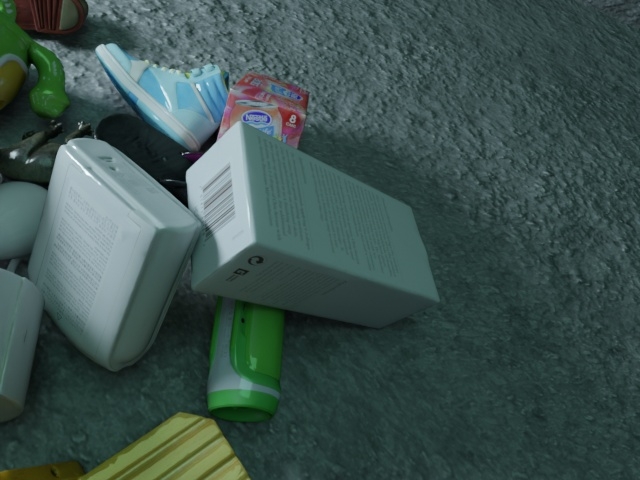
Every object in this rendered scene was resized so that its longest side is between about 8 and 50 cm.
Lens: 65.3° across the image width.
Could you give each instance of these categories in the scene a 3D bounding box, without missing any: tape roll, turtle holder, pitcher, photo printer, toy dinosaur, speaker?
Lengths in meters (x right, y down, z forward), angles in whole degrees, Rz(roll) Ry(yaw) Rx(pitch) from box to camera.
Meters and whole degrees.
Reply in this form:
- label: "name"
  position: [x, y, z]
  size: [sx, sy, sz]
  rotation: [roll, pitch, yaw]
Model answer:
- label: "tape roll"
  position: [-0.526, 0.147, 0.681]
  size: [0.246, 0.246, 0.169]
  rotation: [3, 57, -17]
- label: "turtle holder"
  position: [-0.685, -0.339, 0.973]
  size: [0.320, 0.244, 0.227]
  rotation: [29, 60, -50]
- label: "pitcher"
  position: [-0.531, 0.002, 0.839]
  size: [0.126, 0.177, 0.207]
  rotation: [4, 25, 4]
- label: "photo printer"
  position: [-0.339, 0.035, 0.786]
  size: [0.256, 0.307, 0.107]
  rotation: [37, 25, 21]
- label: "toy dinosaur"
  position: [-0.525, -0.154, 0.951]
  size: [0.314, 0.121, 0.160]
  rotation: [19, 41, -12]
- label: "speaker"
  position: [-0.124, 0.157, 0.885]
  size: [0.131, 0.131, 0.296]
  rotation: [10, 56, -13]

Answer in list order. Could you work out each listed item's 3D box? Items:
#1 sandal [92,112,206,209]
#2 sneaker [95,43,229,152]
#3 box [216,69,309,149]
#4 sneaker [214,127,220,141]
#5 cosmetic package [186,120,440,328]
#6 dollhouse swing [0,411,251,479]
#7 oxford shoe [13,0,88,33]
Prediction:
- label: "sandal"
  position: [-0.229, -0.115, 0.988]
  size: [0.446, 0.107, 0.167]
  rotation: [30, 44, -17]
- label: "sneaker"
  position: [-0.326, -0.352, 1.113]
  size: [0.208, 0.127, 0.319]
  rotation: [-43, 88, -14]
- label: "box"
  position: [-0.114, -0.253, 1.063]
  size: [0.154, 0.142, 0.300]
  rotation: [18, 24, -7]
- label: "sneaker"
  position: [-0.255, -0.271, 1.170]
  size: [0.057, 0.047, 0.119]
  rotation: [-14, 60, -8]
- label: "cosmetic package"
  position: [0.000, 0.000, 0.892]
  size: [0.453, 0.162, 0.230]
  rotation: [20, 48, -41]
- label: "dollhouse swing"
  position: [-0.229, 0.401, 0.608]
  size: [0.305, 0.315, 0.346]
  rotation: [-34, 73, -12]
- label: "oxford shoe"
  position: [-0.724, -0.551, 1.161]
  size: [0.349, 0.122, 0.130]
  rotation: [7, 31, -13]
